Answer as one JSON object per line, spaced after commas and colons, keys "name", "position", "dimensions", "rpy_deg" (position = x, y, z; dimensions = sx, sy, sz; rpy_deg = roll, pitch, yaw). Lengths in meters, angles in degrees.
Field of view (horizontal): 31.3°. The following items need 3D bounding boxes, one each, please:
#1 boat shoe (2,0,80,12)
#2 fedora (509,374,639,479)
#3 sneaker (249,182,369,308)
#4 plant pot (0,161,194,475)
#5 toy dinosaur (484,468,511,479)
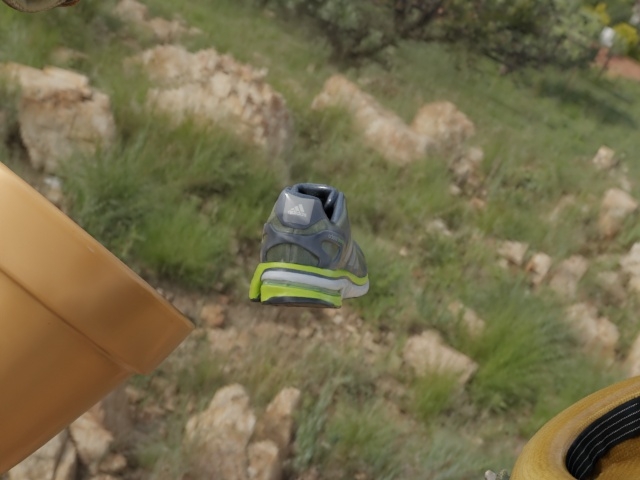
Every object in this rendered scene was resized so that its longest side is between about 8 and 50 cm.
{"name": "boat shoe", "position": [-0.212, -0.215, 0.782], "dimensions": [0.123, 0.342, 0.123], "rpy_deg": [-3, 83, -33]}
{"name": "fedora", "position": [0.183, 0.113, 0.511], "dimensions": [0.194, 0.194, 0.079], "rpy_deg": [-29, 105, -52]}
{"name": "sneaker", "position": [0.000, 0.000, 1.223], "dimensions": [0.111, 0.121, 0.300], "rpy_deg": [7, 5, 5]}
{"name": "plant pot", "position": [-0.279, 0.057, 0.953], "dimensions": [0.291, 0.203, 0.291], "rpy_deg": [39, -7, 6]}
{"name": "toy dinosaur", "position": [0.126, 0.241, 0.868], "dimensions": [0.313, 0.160, 0.121], "rpy_deg": [2, 72, -33]}
